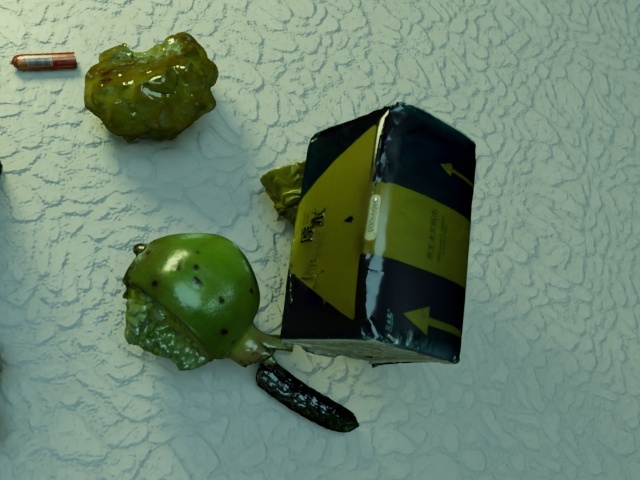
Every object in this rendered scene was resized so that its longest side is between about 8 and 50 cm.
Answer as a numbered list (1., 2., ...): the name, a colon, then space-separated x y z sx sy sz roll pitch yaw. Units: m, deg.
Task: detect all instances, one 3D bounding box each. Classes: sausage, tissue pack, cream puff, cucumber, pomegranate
1. sausage: -0.573 -0.369 1.267 0.129 0.034 0.034 -10 77 -20
2. tissue pack: 0.107 0.007 1.097 0.253 0.264 0.417 18 72 -34
3. cream puff: -0.335 -0.300 1.260 0.281 0.185 0.282 -8 42 7
4. cucumber: -0.029 0.315 1.214 0.245 0.067 0.067 37 66 -6
5. pomegranate: -0.204 0.123 1.113 0.340 0.260 0.260 34 66 -12

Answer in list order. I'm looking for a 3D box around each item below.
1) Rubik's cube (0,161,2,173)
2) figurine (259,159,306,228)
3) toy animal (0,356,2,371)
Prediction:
1. Rubik's cube: -0.742 -0.106 0.975 0.318 0.313 0.316 18 69 -13
2. figurine: -0.004 0.001 1.283 0.168 0.187 0.315 -16 87 0
3. toy animal: -0.620 0.234 0.988 0.187 0.165 0.235 7 70 -39
